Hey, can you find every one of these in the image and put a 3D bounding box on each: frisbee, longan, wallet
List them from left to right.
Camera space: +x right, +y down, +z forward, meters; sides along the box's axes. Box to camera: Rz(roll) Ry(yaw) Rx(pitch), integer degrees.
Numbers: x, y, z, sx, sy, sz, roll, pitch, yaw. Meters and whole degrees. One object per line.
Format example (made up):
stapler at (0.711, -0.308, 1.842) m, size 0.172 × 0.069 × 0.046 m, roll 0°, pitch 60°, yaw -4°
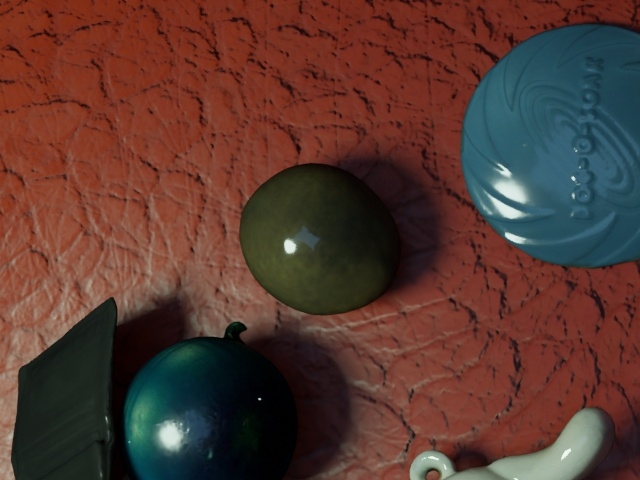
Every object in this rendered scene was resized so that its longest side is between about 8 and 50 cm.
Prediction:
wallet at (-0.292, 0.249, 1.301) m, size 0.247 × 0.041 × 0.323 m, roll -36°, pitch 46°, yaw 43°
longan at (0.000, 0.000, 1.321) m, size 0.187 × 0.167 × 0.167 m, roll 28°, pitch 89°, yaw -9°
frisbee at (0.303, -0.112, 1.328) m, size 0.289 × 0.049 × 0.289 m, roll -1°, pitch 84°, yaw 11°

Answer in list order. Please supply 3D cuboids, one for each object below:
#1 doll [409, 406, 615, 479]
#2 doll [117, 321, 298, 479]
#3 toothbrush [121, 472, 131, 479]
doll at (0.177, 0.392, 1.222) m, size 0.376 × 0.187 × 0.366 m, roll -34°, pitch 67°, yaw 34°
doll at (-0.131, 0.245, 1.282) m, size 0.198 × 0.186 × 0.322 m, roll 15°, pitch 81°, yaw -31°
toothbrush at (-0.208, 0.237, 1.397) m, size 0.026 × 0.022 × 0.263 m, roll 31°, pitch 89°, yaw 24°
